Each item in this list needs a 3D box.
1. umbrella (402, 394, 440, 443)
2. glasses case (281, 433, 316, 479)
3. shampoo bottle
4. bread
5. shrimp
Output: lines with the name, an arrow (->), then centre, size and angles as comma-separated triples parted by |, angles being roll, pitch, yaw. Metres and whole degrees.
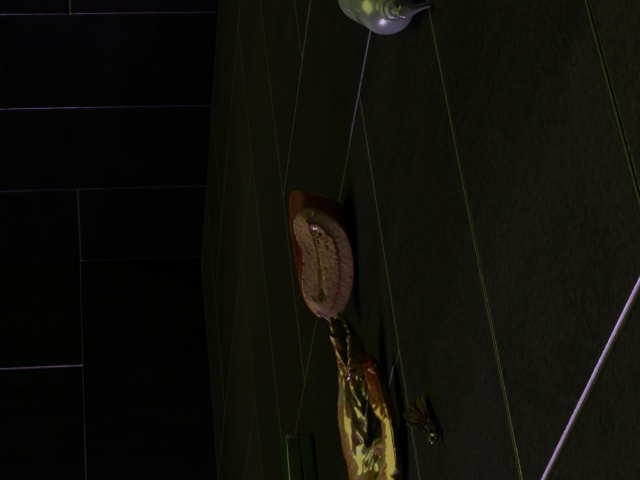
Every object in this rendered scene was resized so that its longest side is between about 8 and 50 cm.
umbrella -> 0.094, 0.163, 1.443 | 0.031, 0.020, 0.083 | -52, 13, 3
glasses case -> -0.027, 0.370, 2.242 | 0.078, 0.039, 0.184 | 108, 159, -67
shampoo bottle -> 0.056, -0.222, 1.479 | 0.195, 0.056, 0.056 | -120, 30, -75
bread -> 0.001, 0.000, 1.870 | 0.192, 0.067, 0.119 | -101, 4, -54
shrimp -> 0.048, 0.180, 1.636 | 0.133, 0.053, 0.236 | 104, 159, -69
